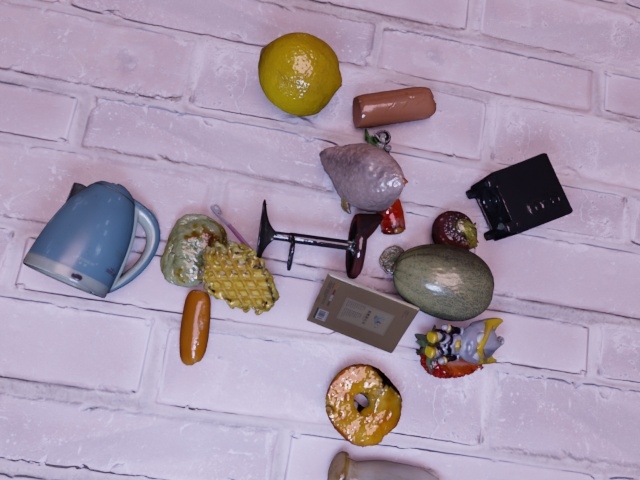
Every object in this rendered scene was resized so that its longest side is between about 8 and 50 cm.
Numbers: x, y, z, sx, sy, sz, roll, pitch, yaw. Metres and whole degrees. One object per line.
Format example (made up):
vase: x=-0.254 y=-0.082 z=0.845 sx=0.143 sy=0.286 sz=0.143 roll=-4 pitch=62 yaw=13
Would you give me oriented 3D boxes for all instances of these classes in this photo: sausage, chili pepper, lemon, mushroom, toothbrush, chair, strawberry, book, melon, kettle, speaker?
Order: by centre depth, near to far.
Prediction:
mushroom: x=0.220 y=0.761 z=1.535 sx=0.407 sy=0.137 sz=0.154 roll=23 pitch=91 yaw=-8
kettle: x=-0.672 y=-0.008 z=1.543 sx=0.319 sy=0.247 sz=0.342 roll=35 pitch=67 yaw=-32
sausage: x=-0.396 y=0.275 z=1.571 sx=0.098 sy=0.098 sz=0.238 roll=6 pitch=78 yaw=-5
chair: x=0.000 y=0.000 z=1.601 sx=0.401 sy=0.226 sz=0.226 roll=6 pitch=79 yaw=-6
book: x=0.132 y=0.237 z=1.601 sx=0.310 sy=0.217 sz=0.021 roll=22 pitch=34 yaw=-2
toothbrush: x=-0.283 y=-0.037 z=1.605 sx=0.025 sy=0.020 sz=0.286 roll=-32 pitch=51 yaw=-18
melon: x=0.397 y=0.131 z=1.609 sx=0.329 sy=0.248 sz=0.248 roll=17 pitch=78 yaw=-1
strawberry: x=0.423 y=0.374 z=1.651 sx=0.228 sy=0.098 sz=0.174 roll=5 pitch=63 yaw=-27
lemon: x=-0.069 y=-0.559 z=1.676 sx=0.293 sy=0.293 sz=0.293 roll=1 pitch=79 yaw=-6
chili pepper: x=0.237 y=-0.115 z=1.722 sx=0.086 sy=0.084 sz=0.192 roll=-4 pitch=81 yaw=-41
speaker: x=0.683 y=-0.146 z=1.728 sx=0.254 sy=0.184 sz=0.232 roll=-19 pitch=83 yaw=-11
sausage: x=0.265 y=-0.477 z=1.772 sx=0.304 sy=0.121 sz=0.121 roll=-11 pitch=81 yaw=-10

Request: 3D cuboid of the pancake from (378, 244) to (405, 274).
pancake: x=0.253 y=0.070 z=1.721 sx=0.108 sy=0.017 sz=0.108 roll=1 pitch=78 yaw=-3

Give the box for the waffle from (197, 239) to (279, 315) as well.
waffle: x=-0.250 y=0.121 z=1.535 sx=0.281 sy=0.262 sz=0.060 roll=32 pitch=41 yaw=-9

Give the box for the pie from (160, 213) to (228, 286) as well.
pie: x=-0.407 y=0.035 z=1.615 sx=0.201 sy=0.090 sz=0.248 roll=18 pitch=82 yaw=-6

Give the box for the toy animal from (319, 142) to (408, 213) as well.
toy animal: x=0.154 y=-0.202 z=1.626 sx=0.188 sy=0.358 sz=0.226 roll=-37 pitch=125 yaw=-19

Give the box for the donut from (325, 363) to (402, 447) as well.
donut: x=0.132 y=0.517 z=1.575 sx=0.254 sy=0.118 sz=0.253 roll=1 pitch=77 yaw=-5

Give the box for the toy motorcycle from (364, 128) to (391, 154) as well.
toy motorcycle: x=0.196 y=-0.305 z=1.762 sx=0.106 sy=0.074 sz=0.190 roll=4 pitch=79 yaw=3

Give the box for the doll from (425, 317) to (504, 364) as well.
doll: x=0.471 y=0.321 z=1.580 sx=0.316 sy=0.103 sz=0.145 roll=4 pitch=72 yaw=-25

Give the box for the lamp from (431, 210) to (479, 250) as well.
lamp: x=0.463 y=-0.031 z=1.704 sx=0.157 sy=0.135 sz=0.156 roll=-19 pitch=80 yaw=-9
